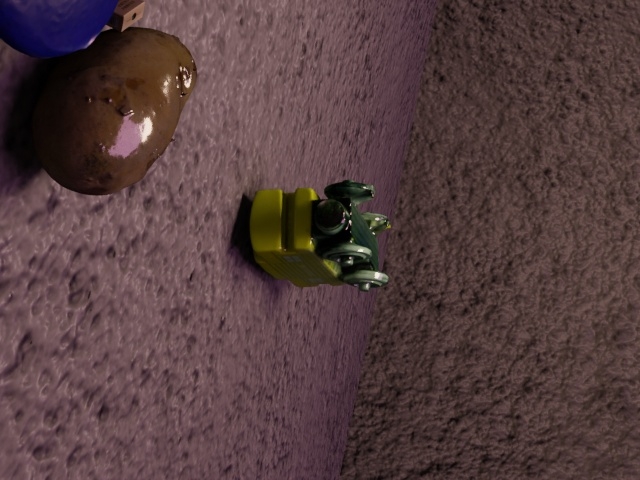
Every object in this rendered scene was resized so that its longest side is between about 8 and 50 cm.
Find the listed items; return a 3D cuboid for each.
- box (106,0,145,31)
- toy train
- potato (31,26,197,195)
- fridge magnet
[{"bbox_3d":[-0.256,-0.280,0.981,0.053,0.083,0.024,-59,172,-51],"label":"box"},{"bbox_3d":[0.000,0.000,1.790,0.442,0.272,0.179,50,39,-71],"label":"toy train"},{"bbox_3d":[-0.243,-0.162,0.998,0.262,0.165,0.165,-65,160,-53],"label":"potato"},{"bbox_3d":[-0.274,-0.317,0.830,0.265,0.112,0.266,10,90,-75],"label":"fridge magnet"}]
